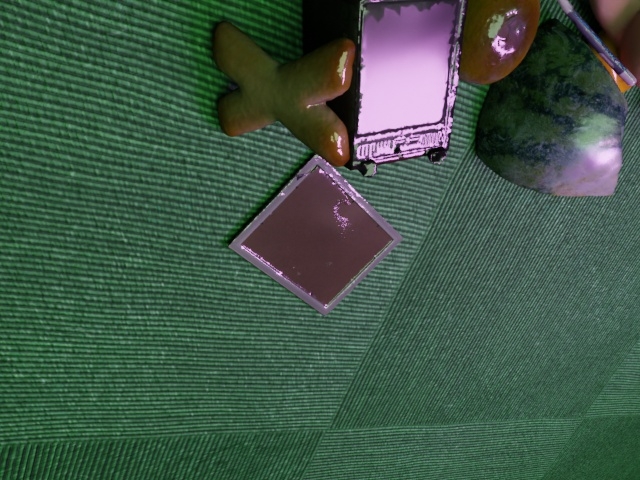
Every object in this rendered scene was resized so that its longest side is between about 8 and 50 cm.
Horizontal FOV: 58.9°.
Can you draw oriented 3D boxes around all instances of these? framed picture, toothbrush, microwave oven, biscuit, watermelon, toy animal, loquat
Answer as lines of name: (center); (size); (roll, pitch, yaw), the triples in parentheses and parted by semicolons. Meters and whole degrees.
framed picture: (0.000, 0.000, 0.998); (0.216, 0.016, 0.273); (-44, 129, 5)
toothbrush: (0.412, -0.351, 0.908); (0.288, 0.024, 0.026); (42, 103, -12)
microwave oven: (0.089, -0.244, 0.788); (0.188, 0.178, 0.248); (-11, 124, -19)
biscuit: (-0.053, -0.190, 0.740); (0.047, 0.207, 0.164); (-42, 142, -45)
watermelon: (0.412, -0.202, 0.990); (0.176, 0.260, 0.256); (2, 136, -43)
toy animal: (0.595, -0.388, 0.918); (0.277, 0.247, 0.345); (-24, 128, -12)
loquat: (0.247, -0.328, 0.841); (0.152, 0.152, 0.195); (4, 126, -30)
